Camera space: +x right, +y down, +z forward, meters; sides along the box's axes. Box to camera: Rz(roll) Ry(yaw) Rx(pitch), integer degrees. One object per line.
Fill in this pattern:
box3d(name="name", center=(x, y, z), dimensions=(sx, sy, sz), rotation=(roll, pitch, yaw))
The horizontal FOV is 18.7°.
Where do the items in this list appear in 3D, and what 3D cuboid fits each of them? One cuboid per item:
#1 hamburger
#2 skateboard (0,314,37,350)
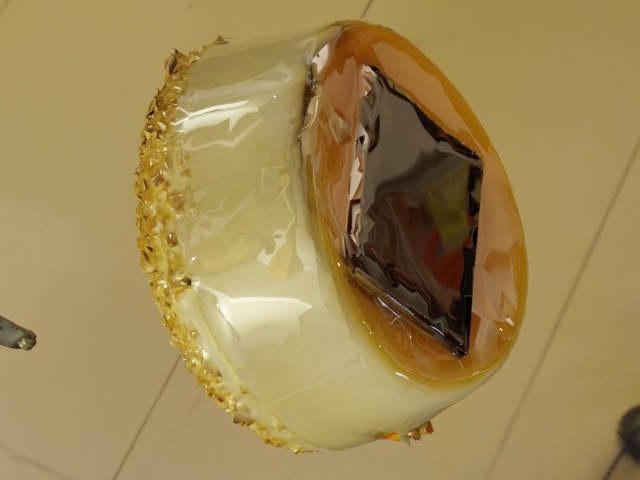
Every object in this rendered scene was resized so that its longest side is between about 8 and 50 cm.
box3d(name="hamburger", center=(0.000, 0.000, 1.237), dimensions=(0.294, 0.179, 0.276), rotation=(36, 46, -40))
box3d(name="skateboard", center=(-0.175, 0.016, 0.972), dimensions=(0.064, 0.032, 0.083), rotation=(26, 28, -40))
